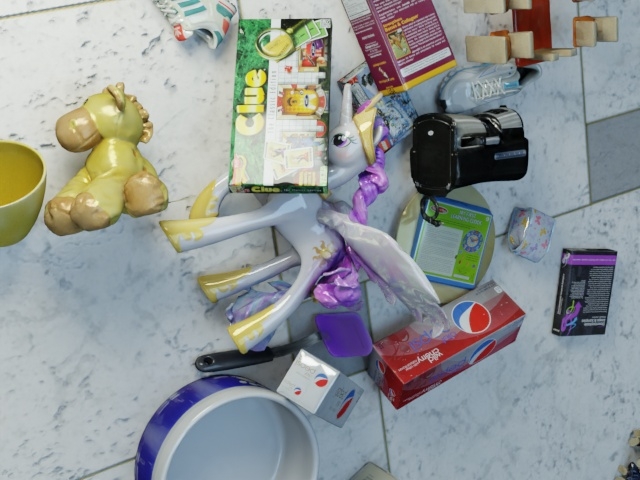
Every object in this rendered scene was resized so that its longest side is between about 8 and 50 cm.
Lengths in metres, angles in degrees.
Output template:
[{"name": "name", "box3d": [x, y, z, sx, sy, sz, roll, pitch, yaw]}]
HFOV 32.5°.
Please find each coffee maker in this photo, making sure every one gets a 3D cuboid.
[{"name": "coffee maker", "box3d": [0.235, -0.126, 1.759, 0.178, 0.120, 0.171, -8, 125, -39]}]

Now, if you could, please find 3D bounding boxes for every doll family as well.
[{"name": "doll family", "box3d": [0.653, 0.469, 2.182, 0.111, 0.076, 0.193, 22, 94, -38]}]

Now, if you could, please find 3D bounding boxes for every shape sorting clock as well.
[{"name": "shape sorting clock", "box3d": [0.206, 0.001, 1.815, 0.206, 0.040, 0.206, -7, 103, -30]}]

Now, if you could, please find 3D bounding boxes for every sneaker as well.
[{"name": "sneaker", "box3d": [-0.190, -0.314, 1.489, 0.161, 0.057, 0.075, 23, 83, -36]}, {"name": "sneaker", "box3d": [0.279, -0.256, 1.781, 0.190, 0.083, 0.071, -28, 115, -23]}]

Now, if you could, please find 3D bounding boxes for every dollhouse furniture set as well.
[{"name": "dollhouse furniture set", "box3d": [0.334, -0.409, 1.745, 0.262, 0.135, 0.259, -16, 109, -33]}]

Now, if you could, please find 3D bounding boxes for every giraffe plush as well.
[{"name": "giraffe plush", "box3d": [-0.272, -0.112, 1.418, 0.210, 0.181, 0.171, -22, 101, -45]}]

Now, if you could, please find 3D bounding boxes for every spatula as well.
[{"name": "spatula", "box3d": [-0.053, 0.165, 1.686, 0.296, 0.084, 0.030, -11, 148, -24]}]

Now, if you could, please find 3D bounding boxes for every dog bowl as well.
[{"name": "dog bowl", "box3d": [-0.138, 0.338, 1.638, 0.264, 0.104, 0.265, -7, 104, -30]}]

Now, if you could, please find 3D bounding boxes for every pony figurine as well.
[{"name": "pony figurine", "box3d": [0.000, 0.000, 1.579, 0.363, 0.303, 0.351, -32, 108, -6]}]

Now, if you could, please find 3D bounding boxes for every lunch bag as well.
[{"name": "lunch bag", "box3d": [0.362, -0.010, 1.904, 0.071, 0.053, 0.083, 20, 80, -36]}]

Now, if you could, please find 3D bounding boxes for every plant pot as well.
[{"name": "plant pot", "box3d": [-0.407, -0.049, 1.384, 0.134, 0.134, 0.095, -25, 140, -25]}]

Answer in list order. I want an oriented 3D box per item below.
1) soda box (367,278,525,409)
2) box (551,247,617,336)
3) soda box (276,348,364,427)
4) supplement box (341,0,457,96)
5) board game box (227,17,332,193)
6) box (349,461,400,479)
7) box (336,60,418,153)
[{"name": "soda box", "box3d": [0.207, 0.169, 1.808, 0.263, 0.092, 0.083, -26, 148, -24]}, {"name": "box", "box3d": [0.484, 0.095, 2.017, 0.116, 0.029, 0.162, 2, 98, -31]}, {"name": "soda box", "box3d": [0.003, 0.226, 1.653, 0.074, 0.069, 0.216, -58, 162, -7]}, {"name": "supplement box", "box3d": [0.112, -0.323, 1.640, 0.104, 0.081, 0.188, -28, 101, -23]}, {"name": "board game box", "box3d": [-0.053, -0.188, 1.512, 0.136, 0.030, 0.260, -1, 69, 6]}, {"name": "box", "box3d": [0.130, 0.513, 1.849, 0.113, 0.094, 0.275, -39, 118, -19]}, {"name": "box", "box3d": [0.093, -0.213, 1.706, 0.094, 0.027, 0.137, -39, 118, -22]}]
